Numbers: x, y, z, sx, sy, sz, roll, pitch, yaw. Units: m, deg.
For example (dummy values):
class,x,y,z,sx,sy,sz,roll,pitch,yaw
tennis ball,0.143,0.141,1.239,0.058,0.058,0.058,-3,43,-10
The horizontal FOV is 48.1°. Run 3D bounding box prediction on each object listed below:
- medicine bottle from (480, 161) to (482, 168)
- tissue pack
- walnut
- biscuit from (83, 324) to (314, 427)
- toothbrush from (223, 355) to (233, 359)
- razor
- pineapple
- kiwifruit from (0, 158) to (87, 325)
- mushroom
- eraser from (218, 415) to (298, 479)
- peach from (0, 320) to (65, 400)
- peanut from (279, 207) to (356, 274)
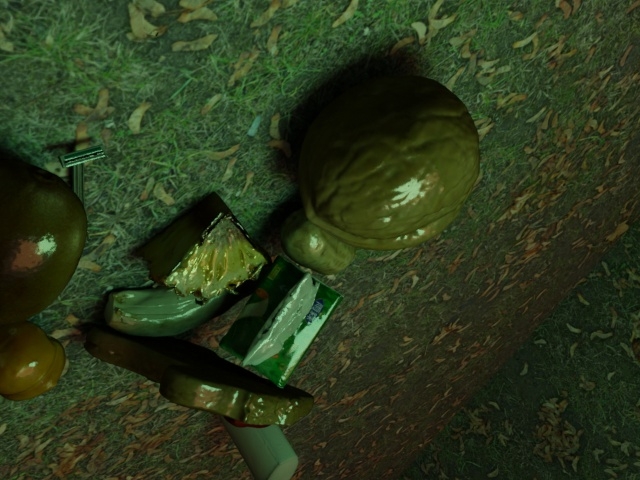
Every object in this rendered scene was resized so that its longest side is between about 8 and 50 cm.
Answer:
class,x,y,z,sx,sy,sz,roll,pitch,yaw
medicine bottle,0.290,-0.162,1.593,0.118,0.074,0.055,-17,144,-32
tissue pack,-0.074,0.149,1.334,0.209,0.148,0.156,-56,180,-4
walnut,0.114,-0.129,1.258,0.333,0.333,0.332,-27,148,-18
biscuit,-0.230,0.256,1.328,0.368,0.394,0.076,24,84,-57
toothbrush,-0.247,0.293,1.705,0.167,0.014,0.011,-14,151,-35
razor,-0.361,-0.067,1.078,0.068,0.037,0.191,-22,149,-33
pineapple,-0.199,0.013,1.281,0.237,0.114,0.186,-11,128,-36
kiwifruit,-0.416,-0.002,0.957,0.234,0.196,0.196,-47,149,23
mushroom,-0.241,0.102,1.387,0.351,0.095,0.122,-20,119,-29
eraser,-0.167,0.478,1.788,0.095,0.270,0.174,-16,143,-35
peach,-0.504,0.204,1.206,0.138,0.138,0.138,-27,148,-18
peanut,0.000,0.000,1.450,0.122,0.137,0.253,-45,152,8
